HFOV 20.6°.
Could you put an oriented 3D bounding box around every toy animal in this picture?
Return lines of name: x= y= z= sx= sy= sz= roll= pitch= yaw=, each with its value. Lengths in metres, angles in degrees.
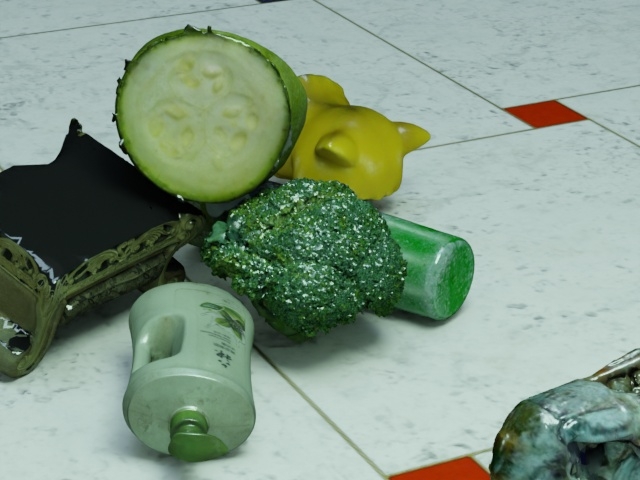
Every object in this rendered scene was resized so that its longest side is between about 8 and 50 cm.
toy animal: x=0.006 y=-0.117 z=2.039 sx=0.156 sy=0.156 sz=0.230 roll=-17 pitch=26 yaw=-33

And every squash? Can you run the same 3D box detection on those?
squash: x=-0.104 y=-0.146 z=1.785 sx=0.189 sy=0.189 sz=0.260 roll=3 pitch=17 yaw=5

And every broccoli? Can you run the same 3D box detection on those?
broccoli: x=-0.013 y=0.022 z=1.687 sx=0.195 sy=0.156 sz=0.195 roll=21 pitch=32 yaw=-14

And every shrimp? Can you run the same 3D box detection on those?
shrimp: x=0.310 y=0.149 z=1.438 sx=0.372 sy=0.137 sz=0.172 roll=-19 pitch=20 yaw=-21

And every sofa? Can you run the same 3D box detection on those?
sofa: x=-0.269 y=0.025 z=1.739 sx=0.200 sy=0.182 sz=0.258 roll=33 pitch=36 yaw=22

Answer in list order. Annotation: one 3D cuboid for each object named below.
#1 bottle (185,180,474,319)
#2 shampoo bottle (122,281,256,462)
bottle: x=0.000 y=0.000 z=1.830 sx=0.330 sy=0.093 sz=0.093 roll=17 pitch=29 yaw=32
shampoo bottle: x=-0.115 y=0.124 z=1.555 sx=0.118 sy=0.087 sz=0.234 roll=8 pitch=24 yaw=-7
